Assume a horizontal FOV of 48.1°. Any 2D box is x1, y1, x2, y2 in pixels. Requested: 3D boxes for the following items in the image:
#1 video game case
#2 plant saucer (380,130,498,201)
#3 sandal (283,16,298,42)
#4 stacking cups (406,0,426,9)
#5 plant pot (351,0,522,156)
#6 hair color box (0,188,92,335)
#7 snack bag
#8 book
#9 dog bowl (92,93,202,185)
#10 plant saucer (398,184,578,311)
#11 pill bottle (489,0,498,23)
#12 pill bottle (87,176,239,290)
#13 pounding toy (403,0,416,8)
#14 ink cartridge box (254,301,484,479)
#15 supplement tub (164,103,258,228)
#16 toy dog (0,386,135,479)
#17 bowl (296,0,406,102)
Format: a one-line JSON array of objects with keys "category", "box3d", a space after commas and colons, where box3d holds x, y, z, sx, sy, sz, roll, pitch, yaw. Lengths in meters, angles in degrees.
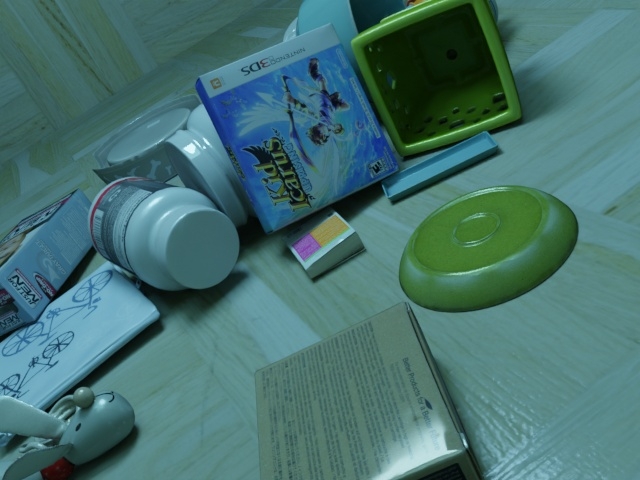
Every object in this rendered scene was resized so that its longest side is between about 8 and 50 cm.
[{"category": "video game case", "box3d": [-0.035, -0.183, 1.169, 0.244, 0.270, 0.061, -27, 4, -16]}, {"category": "plant saucer", "box3d": [0.191, -0.118, 1.159, 0.192, 0.018, 0.067, -26, 28, 8]}, {"category": "sandal", "box3d": [0.039, -0.479, 1.833, 0.169, 0.102, 0.416, -48, 43, -3]}, {"category": "stacking cups", "box3d": [0.199, -0.480, 1.604, 0.316, 0.096, 0.096, -41, 27, 4]}, {"category": "plant pot", "box3d": [0.213, -0.309, 1.247, 0.227, 0.228, 0.207, -16, 23, 24]}, {"category": "hair color box", "box3d": [-0.610, 0.050, 1.495, 0.185, 0.114, 0.374, -25, 24, 20]}, {"category": "snack bag", "box3d": [-0.440, 0.175, 1.245, 0.323, 0.037, 0.342, -40, 29, -18]}, {"category": "book", "box3d": [0.000, 0.000, 1.127, 0.096, 0.035, 0.144, -32, 26, -3]}, {"category": "dog bowl", "box3d": [-0.428, -0.246, 1.867, 0.348, 0.102, 0.349, -22, 28, 13]}, {"category": "plant saucer", "box3d": [0.207, -0.003, 0.932, 0.240, 0.037, 0.241, -23, 28, 13]}, {"category": "pill bottle", "box3d": [0.276, -0.438, 1.473, 0.146, 0.146, 0.264, -7, 35, 36]}, {"category": "pill bottle", "box3d": [-0.272, -0.011, 1.246, 0.176, 0.176, 0.318, -41, 30, -22]}, {"category": "pounding toy", "box3d": [0.242, -0.581, 1.737, 0.269, 0.154, 0.155, -26, 28, 7]}, {"category": "ink cartridge box", "box3d": [0.039, 0.189, 0.713, 0.193, 0.088, 0.235, -25, 27, 6]}, {"category": "supplement tub", "box3d": [-0.093, -0.187, 1.308, 0.324, 0.235, 0.235, -38, 29, -16]}, {"category": "toy dog", "box3d": [-0.420, 0.284, 0.909, 0.220, 0.161, 0.334, 4, 42, 46]}, {"category": "bowl", "box3d": [0.064, -0.403, 1.444, 0.163, 0.312, 0.312, -15, 31, 29]}]
